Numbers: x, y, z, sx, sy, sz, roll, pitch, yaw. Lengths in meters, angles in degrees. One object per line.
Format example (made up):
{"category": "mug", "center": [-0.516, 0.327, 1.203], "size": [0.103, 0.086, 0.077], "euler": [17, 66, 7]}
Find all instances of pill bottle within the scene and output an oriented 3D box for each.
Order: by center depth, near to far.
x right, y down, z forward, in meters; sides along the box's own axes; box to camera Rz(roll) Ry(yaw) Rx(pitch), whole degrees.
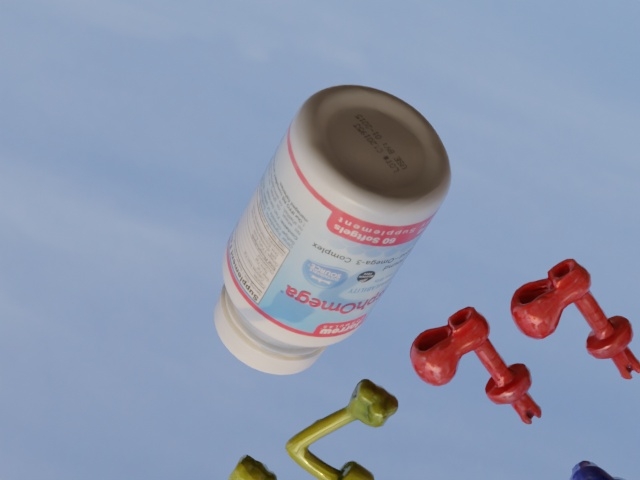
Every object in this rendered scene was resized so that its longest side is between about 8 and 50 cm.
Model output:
{"category": "pill bottle", "center": [0.000, 0.000, 0.952], "size": [0.087, 0.160, 0.087], "euler": [14, -133, -16]}

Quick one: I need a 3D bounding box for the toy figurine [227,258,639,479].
{"category": "toy figurine", "center": [0.118, 0.151, 0.756], "size": [0.191, 0.362, 0.217], "euler": [55, -168, -27]}
